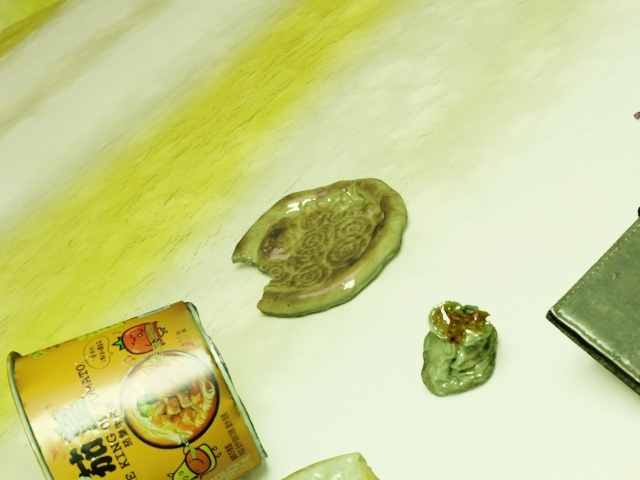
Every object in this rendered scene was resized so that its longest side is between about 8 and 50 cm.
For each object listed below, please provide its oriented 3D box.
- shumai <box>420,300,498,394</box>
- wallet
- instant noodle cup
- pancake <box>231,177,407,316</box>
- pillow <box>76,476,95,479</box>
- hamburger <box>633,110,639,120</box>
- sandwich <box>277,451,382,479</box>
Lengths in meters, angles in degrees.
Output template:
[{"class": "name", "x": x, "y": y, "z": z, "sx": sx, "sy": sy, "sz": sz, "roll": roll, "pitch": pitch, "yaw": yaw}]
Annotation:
[{"class": "shumai", "x": 0.114, "y": 0.085, "z": 0.913, "sx": 0.083, "sy": 0.080, "sz": 0.082, "roll": -36, "pitch": 30, "yaw": -5}, {"class": "wallet", "x": 0.340, "y": 0.004, "z": 0.818, "sx": 0.169, "sy": 0.044, "sz": 0.317, "roll": 40, "pitch": 72, "yaw": 24}, {"class": "instant noodle cup", "x": -0.159, "y": 0.162, "z": 0.929, "sx": 0.172, "sy": 0.215, "sz": 0.216, "roll": -26, "pitch": 31, "yaw": -9}, {"class": "pancake", "x": 0.000, "y": 0.000, "z": 1.180, "sx": 0.212, "sy": 0.029, "sz": 0.235, "roll": -34, "pitch": 33, "yaw": -8}, {"class": "pillow", "x": -0.262, "y": 0.334, "z": 0.764, "sx": 0.322, "sy": 0.120, "sz": 0.255, "roll": -39, "pitch": 27, "yaw": 42}, {"class": "hamburger", "x": 0.396, "y": -0.130, "z": 0.968, "sx": 0.190, "sy": 0.093, "sz": 0.164, "roll": -19, "pitch": 33, "yaw": 15}, {"class": "sandwich", "x": -0.035, "y": 0.297, "z": 0.727, "sx": 0.249, "sy": 0.095, "sz": 0.273, "roll": -24, "pitch": 31, "yaw": 7}]
